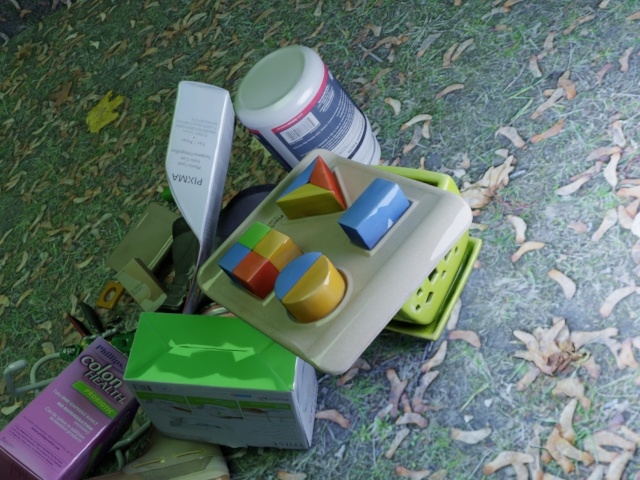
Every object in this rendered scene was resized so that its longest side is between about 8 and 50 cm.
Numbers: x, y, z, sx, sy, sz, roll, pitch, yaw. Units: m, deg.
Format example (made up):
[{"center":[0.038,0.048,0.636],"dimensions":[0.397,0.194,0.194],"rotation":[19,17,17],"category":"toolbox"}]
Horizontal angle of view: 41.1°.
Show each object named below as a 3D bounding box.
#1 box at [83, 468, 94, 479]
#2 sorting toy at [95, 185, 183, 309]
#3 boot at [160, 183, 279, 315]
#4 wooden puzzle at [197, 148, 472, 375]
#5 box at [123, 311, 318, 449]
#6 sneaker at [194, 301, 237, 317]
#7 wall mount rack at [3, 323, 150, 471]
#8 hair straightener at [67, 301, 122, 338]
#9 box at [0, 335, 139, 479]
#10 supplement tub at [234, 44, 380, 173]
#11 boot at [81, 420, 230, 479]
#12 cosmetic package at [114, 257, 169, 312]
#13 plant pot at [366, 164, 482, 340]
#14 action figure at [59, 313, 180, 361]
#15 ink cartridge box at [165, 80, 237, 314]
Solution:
[{"center":[-0.510,0.440,1.681],"dimensions":[0.145,0.038,0.186],"rotation":[-24,47,19],"category":"box"},{"center":[-0.382,0.014,1.916],"dimensions":[0.196,0.047,0.347],"rotation":[23,73,49],"category":"sorting toy"},{"center":[-0.168,0.033,1.707],"dimensions":[0.338,0.118,0.222],"rotation":[-22,53,32],"category":"boot"},{"center":[0.000,0.000,1.273],"dimensions":[0.322,0.080,0.348],"rotation":[-48,43,-14],"category":"wooden puzzle"},{"center":[-0.148,0.230,1.363],"dimensions":[0.262,0.231,0.126],"rotation":[2,56,10],"category":"box"},{"center":[-0.123,0.169,1.542],"dimensions":[0.314,0.116,0.136],"rotation":[-29,46,16],"category":"sneaker"},{"center":[-0.429,0.299,1.653],"dimensions":[0.304,0.130,0.350],"rotation":[-17,49,-24],"category":"wall mount rack"},{"center":[-0.468,0.194,1.836],"dimensions":[0.089,0.047,0.230],"rotation":[-48,43,-4],"category":"hair straightener"},{"center":[-0.414,0.317,1.401],"dimensions":[0.243,0.117,0.213],"rotation":[-50,-5,-41],"category":"box"},{"center":[-0.020,-0.224,1.654],"dimensions":[0.191,0.272,0.191],"rotation":[-20,47,24],"category":"supplement tub"},{"center":[-0.296,0.365,1.471],"dimensions":[0.262,0.095,0.203],"rotation":[-7,43,-10],"category":"boot"},{"center":[-0.371,0.097,1.793],"dimensions":[0.060,0.041,0.115],"rotation":[-44,86,3],"category":"cosmetic package"},{"center":[0.121,0.029,1.395],"dimensions":[0.227,0.207,0.228],"rotation":[11,65,42],"category":"plant pot"},{"center":[-0.379,0.205,1.631],"dimensions":[0.232,0.063,0.137],"rotation":[-8,47,-8],"category":"action figure"},{"center":[-0.230,-0.062,1.512],"dimensions":[0.308,0.091,0.384],"rotation":[161,121,-86],"category":"ink cartridge box"}]
